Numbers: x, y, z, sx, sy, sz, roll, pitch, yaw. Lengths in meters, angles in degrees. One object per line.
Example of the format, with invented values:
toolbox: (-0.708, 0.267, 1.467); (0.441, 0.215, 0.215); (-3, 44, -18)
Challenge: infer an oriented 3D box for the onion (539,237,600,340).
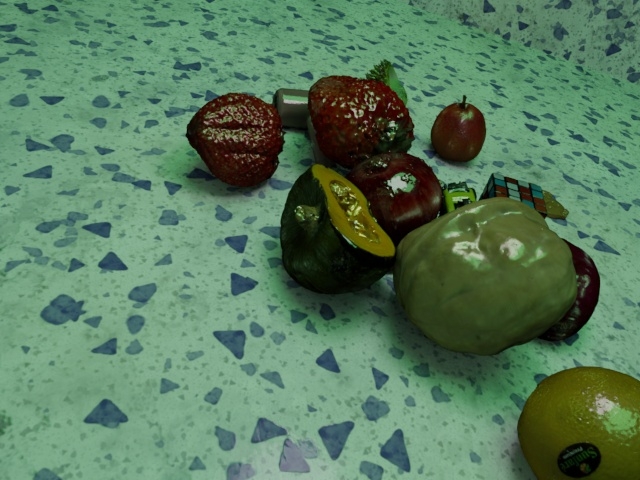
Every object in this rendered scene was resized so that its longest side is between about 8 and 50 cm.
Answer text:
onion: (0.570, 0.118, 1.349); (0.216, 0.206, 0.207); (25, 40, 11)

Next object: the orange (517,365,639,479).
orange: (0.500, 0.359, 1.004); (0.274, 0.274, 0.274); (10, 40, -8)

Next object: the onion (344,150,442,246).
onion: (0.176, -0.113, 1.450); (0.276, 0.276, 0.276); (10, 40, -8)

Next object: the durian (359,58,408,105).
durian: (0.231, -0.545, 2.118); (0.198, 0.163, 0.394); (44, 33, -31)

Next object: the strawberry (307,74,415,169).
strawberry: (0.098, -0.362, 1.621); (0.312, 0.267, 0.351); (16, 39, -49)

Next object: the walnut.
walnut: (0.347, 0.080, 1.212); (0.381, 0.381, 0.381); (10, 40, -8)

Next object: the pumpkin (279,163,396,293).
pumpkin: (0.000, 0.000, 1.256); (0.242, 0.232, 0.325); (24, 28, -37)

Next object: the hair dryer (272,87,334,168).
hair dryer: (-0.031, -0.350, 1.771); (0.211, 0.125, 0.352); (2, 48, -16)

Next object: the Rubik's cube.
Rubik's cube: (0.543, -0.081, 1.614); (0.155, 0.154, 0.151); (17, 39, -1)

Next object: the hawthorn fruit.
hawthorn fruit: (0.474, -0.390, 1.898); (0.197, 0.225, 0.196); (2, 34, -1)

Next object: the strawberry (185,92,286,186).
strawberry: (-0.233, -0.283, 1.506); (0.288, 0.238, 0.250); (9, 22, -48)

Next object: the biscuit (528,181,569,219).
biscuit: (0.731, -0.134, 1.842); (0.134, 0.027, 0.184); (-2, 43, -24)

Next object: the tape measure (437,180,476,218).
tape measure: (0.362, -0.032, 1.465); (0.112, 0.199, 0.186); (-5, 40, 3)

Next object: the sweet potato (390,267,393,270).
sweet potato: (0.191, 0.047, 1.417); (0.195, 0.056, 0.056); (-10, 46, -16)

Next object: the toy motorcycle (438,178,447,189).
toy motorcycle: (0.299, -0.133, 1.655); (0.229, 0.074, 0.151); (-3, 46, -24)
